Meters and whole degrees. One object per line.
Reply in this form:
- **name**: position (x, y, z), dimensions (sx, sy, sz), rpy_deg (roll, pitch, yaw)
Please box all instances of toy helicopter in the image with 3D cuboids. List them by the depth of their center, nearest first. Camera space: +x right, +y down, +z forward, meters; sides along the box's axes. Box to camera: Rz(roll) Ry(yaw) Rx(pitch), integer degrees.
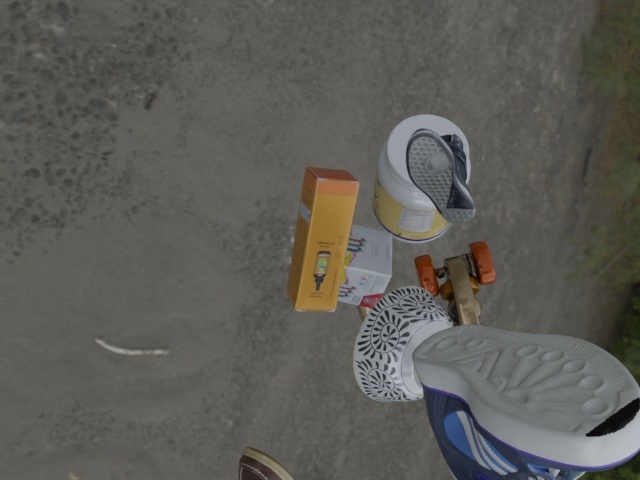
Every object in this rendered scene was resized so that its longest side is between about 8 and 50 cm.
- **toy helicopter**: position (0.289, 0.191, 1.440), dimensions (0.235, 0.140, 0.355), rpy_deg (-100, 175, -51)

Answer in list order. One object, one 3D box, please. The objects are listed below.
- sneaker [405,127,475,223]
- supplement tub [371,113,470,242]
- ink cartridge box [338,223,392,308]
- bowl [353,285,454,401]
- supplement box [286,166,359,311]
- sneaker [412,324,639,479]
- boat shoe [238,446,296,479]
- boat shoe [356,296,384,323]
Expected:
- **sneaker**: position (0.209, -0.156, 1.356), dimensions (0.226, 0.086, 0.164), rpy_deg (53, 27, -44)
- **supplement tub**: position (0.262, -0.157, 1.974), dimensions (0.241, 0.241, 0.331), rpy_deg (-62, 169, -21)
- **ink cartridge box**: position (0.055, 0.049, 1.627), dimensions (0.128, 0.176, 0.127), rpy_deg (110, -10, -47)
- **bowl**: position (0.133, 0.154, 1.014), dimensions (0.170, 0.080, 0.170), rpy_deg (-12, 111, -34)
- **supplement box**: position (0.000, 0.000, 1.247), dimensions (0.078, 0.080, 0.234), rpy_deg (3, 108, -20)
- **sneaker**: position (0.222, 0.221, 0.744), dimensions (0.130, 0.322, 0.236), rpy_deg (-27, 103, -17)
- **boat shoe**: position (-0.106, 0.547, 1.459), dimensions (0.123, 0.123, 0.342), rpy_deg (-46, 141, -39)
- **boat shoe**: position (0.148, 0.179, 1.998), dimensions (0.092, 0.103, 0.285), rpy_deg (-21, 105, -7)
